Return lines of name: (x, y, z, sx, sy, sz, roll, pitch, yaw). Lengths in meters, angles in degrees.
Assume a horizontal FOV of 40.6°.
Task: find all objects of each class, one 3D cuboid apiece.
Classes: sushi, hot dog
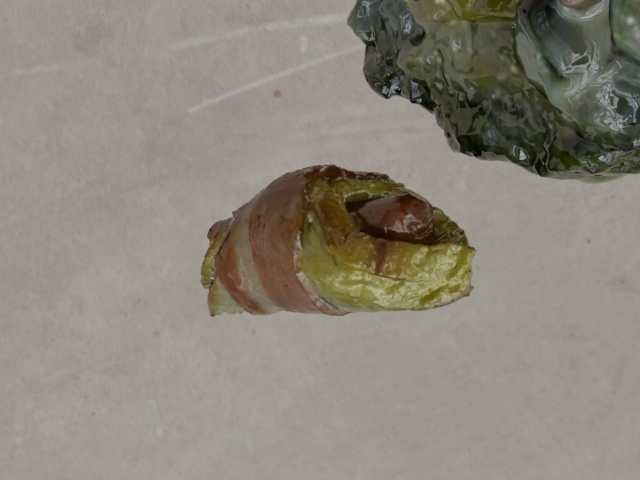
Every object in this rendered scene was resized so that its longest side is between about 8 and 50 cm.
sushi: (0.147, -0.186, 0.488, 0.178, 0.352, 0.294, -21, 121, -26)
hot dog: (-0.003, -0.004, 0.578, 0.123, 0.261, 0.093, -23, 103, -46)
